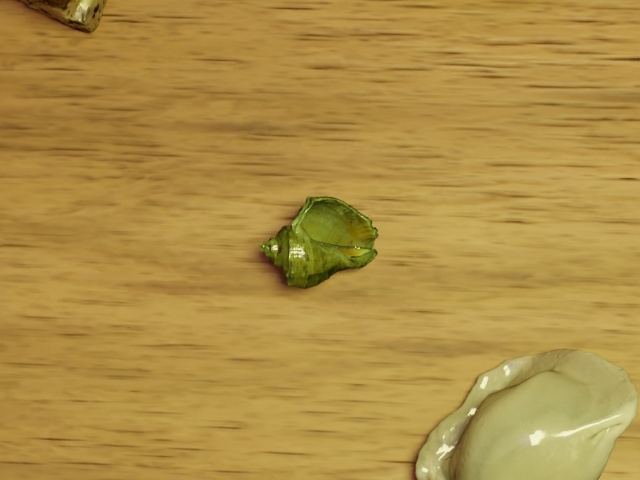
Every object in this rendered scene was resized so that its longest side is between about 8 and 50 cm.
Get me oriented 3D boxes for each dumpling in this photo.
[{"bbox_3d":[0.173,0.178,1.137,0.229,0.124,0.151,-40,44,4],"label":"dumpling"}]

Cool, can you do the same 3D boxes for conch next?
[{"bbox_3d":[0.000,0.000,1.182,0.121,0.074,0.089,-2,120,-19],"label":"conch"}]

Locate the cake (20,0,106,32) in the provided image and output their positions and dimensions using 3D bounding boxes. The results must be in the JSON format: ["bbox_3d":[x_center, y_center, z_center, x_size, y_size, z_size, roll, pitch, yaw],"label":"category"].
[{"bbox_3d":[-0.244,-0.340,1.224,0.135,0.112,0.246,20,83,8],"label":"cake"}]
